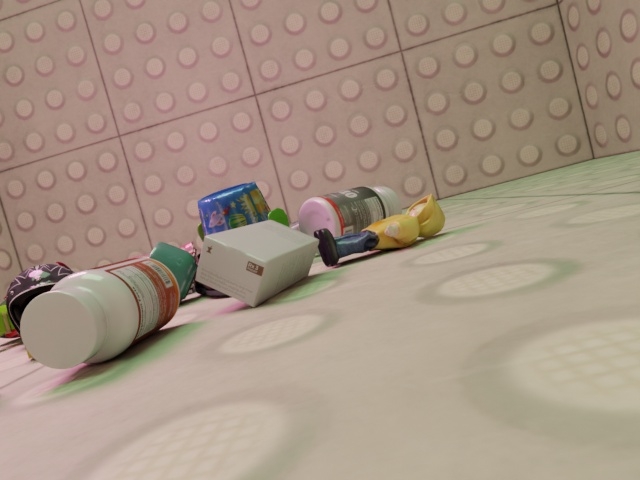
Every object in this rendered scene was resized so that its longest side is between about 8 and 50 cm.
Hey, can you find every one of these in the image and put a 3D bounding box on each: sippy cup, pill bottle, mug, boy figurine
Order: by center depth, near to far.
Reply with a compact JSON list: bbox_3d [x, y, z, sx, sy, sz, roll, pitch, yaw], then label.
[{"bbox_3d":[-0.287,0.093,0.622,0.121,0.121,0.216,-15,3,6],"label":"pill bottle"},{"bbox_3d":[0.138,-0.022,0.964,0.286,0.092,0.177,-19,1,-10],"label":"boy figurine"},{"bbox_3d":[-0.334,0.080,1.022,0.098,0.129,0.158,21,-12,-9],"label":"mug"},{"bbox_3d":[-0.218,-0.033,1.246,0.306,0.223,0.240,-15,15,10],"label":"sippy cup"},{"bbox_3d":[0.092,-0.068,1.318,0.283,0.161,0.161,-18,4,-39],"label":"pill bottle"}]

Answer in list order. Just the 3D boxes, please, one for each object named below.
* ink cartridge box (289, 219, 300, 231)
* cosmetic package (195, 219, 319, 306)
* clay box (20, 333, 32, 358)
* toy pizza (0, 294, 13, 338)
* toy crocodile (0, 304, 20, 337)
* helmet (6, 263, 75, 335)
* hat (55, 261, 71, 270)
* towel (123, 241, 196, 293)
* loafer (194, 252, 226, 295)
[{"bbox_3d":[-0.115,-0.007,1.526,0.261,0.066,0.296,-26,5,1],"label":"ink cartridge box"},{"bbox_3d":[-0.100,0.031,0.802,0.118,0.085,0.231,22,17,17],"label":"cosmetic package"},{"bbox_3d":[-0.473,0.165,0.859,0.128,0.053,0.222,-16,5,-26],"label":"clay box"},{"bbox_3d":[-0.760,0.173,1.199,0.201,0.032,0.201,-45,-17,-18],"label":"toy pizza"},{"bbox_3d":[-0.676,0.183,1.131,0.115,0.105,0.341,-26,-7,24],"label":"toy crocodile"},{"bbox_3d":[-0.593,0.132,1.000,0.170,0.161,0.169,-15,3,1],"label":"helmet"},{"bbox_3d":[-0.801,0.141,1.618,0.173,0.183,0.208,-16,3,-23],"label":"hat"},{"bbox_3d":[-0.471,0.097,1.298,0.237,0.037,0.329,-16,22,-9],"label":"towel"},{"bbox_3d":[-0.210,0.064,0.992,0.109,0.095,0.303,-16,3,-34],"label":"loafer"}]
